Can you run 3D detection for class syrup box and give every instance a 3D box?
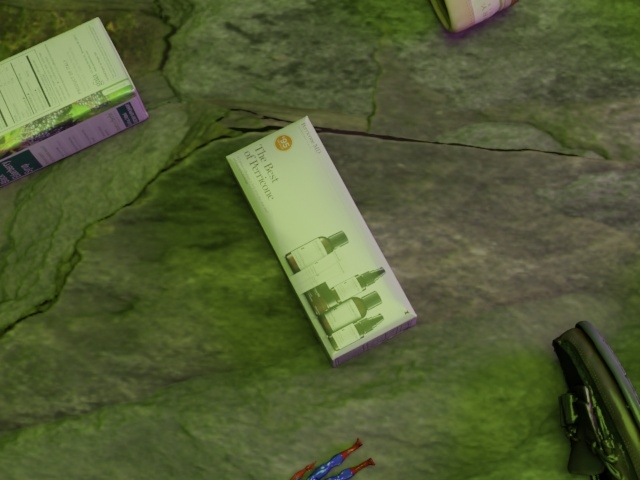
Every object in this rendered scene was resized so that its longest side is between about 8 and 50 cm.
[{"bbox_3d":[-0.310,-0.129,1.286,0.237,0.093,0.096,-27,77,-5],"label":"syrup box"}]

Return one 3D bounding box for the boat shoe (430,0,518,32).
[{"bbox_3d":[0.098,-0.362,1.332,0.098,0.109,0.302,-30,82,-7],"label":"boat shoe"}]

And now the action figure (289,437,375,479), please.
[{"bbox_3d":[-0.003,0.238,1.220,0.115,0.030,0.038,-32,82,-5],"label":"action figure"}]

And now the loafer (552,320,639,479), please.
[{"bbox_3d":[0.283,0.228,1.178,0.095,0.109,0.302,-24,79,0],"label":"loafer"}]

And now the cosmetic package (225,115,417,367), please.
[{"bbox_3d":[0.000,0.000,1.263,0.099,0.060,0.239,-27,77,-6],"label":"cosmetic package"}]
